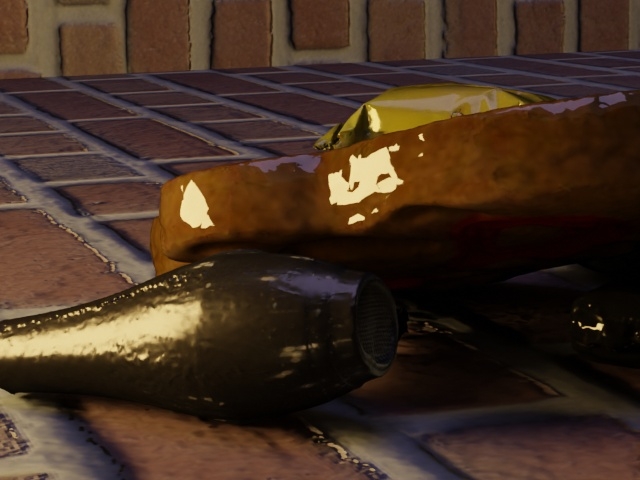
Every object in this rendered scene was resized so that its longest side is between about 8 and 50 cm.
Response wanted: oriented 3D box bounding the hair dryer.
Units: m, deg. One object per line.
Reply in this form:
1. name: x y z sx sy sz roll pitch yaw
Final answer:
1. hair dryer: -0.022 0.045 0.845 0.195 0.075 0.219 -6 -4 29

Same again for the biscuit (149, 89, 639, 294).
1. biscuit: 0.066 -0.010 0.894 0.314 0.063 0.367 -5 -6 -38

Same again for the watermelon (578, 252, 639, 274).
1. watermelon: 0.182 -0.027 1.069 0.109 0.109 0.109 -1 10 0

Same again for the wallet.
1. wallet: 0.231 0.032 0.891 0.149 0.044 0.250 8 12 27

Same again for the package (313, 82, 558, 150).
1. package: 0.115 -0.077 1.394 0.226 0.090 0.168 4 8 16
